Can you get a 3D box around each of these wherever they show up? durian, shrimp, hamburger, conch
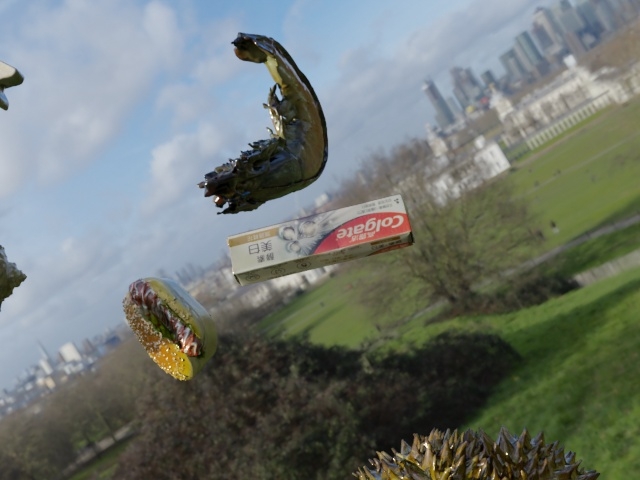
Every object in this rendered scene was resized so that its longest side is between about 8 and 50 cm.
[{"bbox_3d":[0.181,0.372,0.902,0.347,0.347,0.384,-32,-29,-7],"label":"durian"},{"bbox_3d":[-0.078,-0.153,1.045,0.054,0.222,0.290,-7,21,33],"label":"shrimp"},{"bbox_3d":[-0.287,0.162,1.530,0.116,0.210,0.173,-32,-24,-40],"label":"hamburger"},{"bbox_3d":[-0.586,0.083,1.337,0.207,0.130,0.155,-8,31,-4],"label":"conch"}]

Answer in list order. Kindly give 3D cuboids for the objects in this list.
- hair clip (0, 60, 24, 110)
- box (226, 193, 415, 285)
[{"bbox_3d":[-0.738,-0.357,1.561,0.085,0.331,0.101,142,152,-81],"label":"hair clip"},{"bbox_3d":[0.000,0.000,0.969,0.218,0.055,0.039,-13,-25,6],"label":"box"}]
